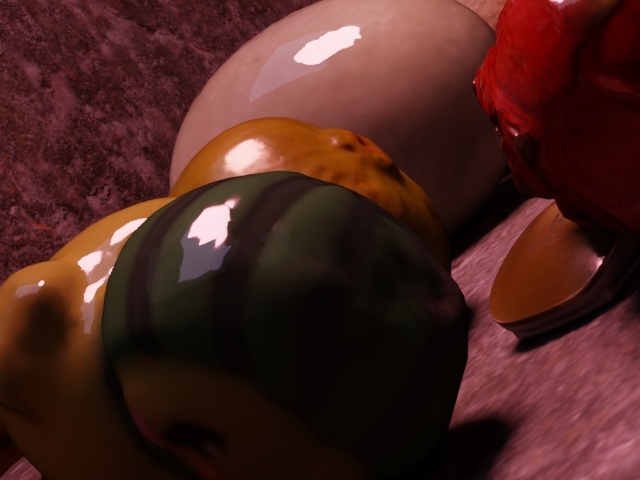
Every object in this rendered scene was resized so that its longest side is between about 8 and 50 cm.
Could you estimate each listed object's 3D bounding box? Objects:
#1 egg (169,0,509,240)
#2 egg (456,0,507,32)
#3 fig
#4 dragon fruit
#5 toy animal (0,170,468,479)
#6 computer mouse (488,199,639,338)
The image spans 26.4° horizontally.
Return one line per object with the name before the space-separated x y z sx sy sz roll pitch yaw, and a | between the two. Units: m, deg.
egg | 0.018 -0.084 1.254 0.352 0.258 0.258 -38 5 18
egg | 0.173 -0.199 1.409 0.337 0.201 0.337 -1 -22 0
fig | -0.016 0.028 0.957 0.207 0.207 0.230 -44 -25 -51
dragon fruit | 0.174 -0.088 0.686 0.209 0.172 0.172 -23 11 22
toy animal | -0.065 0.062 0.752 0.338 0.216 0.191 -21 39 48
computer mouse | 0.168 -0.013 0.812 0.102 0.045 0.199 -28 11 46
